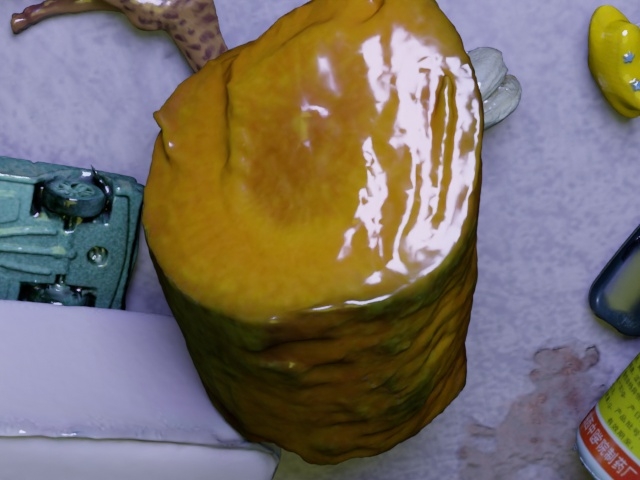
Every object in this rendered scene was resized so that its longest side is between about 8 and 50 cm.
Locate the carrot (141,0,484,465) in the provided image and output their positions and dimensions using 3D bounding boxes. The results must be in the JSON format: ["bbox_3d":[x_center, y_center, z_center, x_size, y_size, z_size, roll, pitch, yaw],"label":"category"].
[{"bbox_3d":[0.000,0.000,0.758,0.242,0.241,0.340,-8,137,1],"label":"carrot"}]

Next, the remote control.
[{"bbox_3d":[0.324,-0.008,0.903,0.072,0.042,0.222,34,107,-12],"label":"remote control"}]

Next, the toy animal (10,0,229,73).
[{"bbox_3d":[-0.134,-0.177,0.814,0.276,0.054,0.149,29,111,-14],"label":"toy animal"}]

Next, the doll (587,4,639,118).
[{"bbox_3d":[0.274,-0.152,0.840,0.135,0.071,0.113,41,87,-23],"label":"doll"}]

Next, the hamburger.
[{"bbox_3d":[0.105,-0.105,0.834,0.121,0.084,0.054,-25,112,10],"label":"hamburger"}]

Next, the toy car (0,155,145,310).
[{"bbox_3d":[-0.310,-0.015,0.840,0.321,0.097,0.141,6,113,-21],"label":"toy car"}]

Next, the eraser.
[{"bbox_3d":[-0.192,0.175,0.870,0.331,0.150,0.331,-10,135,-10],"label":"eraser"}]

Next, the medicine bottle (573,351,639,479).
[{"bbox_3d":[0.343,0.137,0.911,0.139,0.139,0.225,30,108,-13],"label":"medicine bottle"}]
